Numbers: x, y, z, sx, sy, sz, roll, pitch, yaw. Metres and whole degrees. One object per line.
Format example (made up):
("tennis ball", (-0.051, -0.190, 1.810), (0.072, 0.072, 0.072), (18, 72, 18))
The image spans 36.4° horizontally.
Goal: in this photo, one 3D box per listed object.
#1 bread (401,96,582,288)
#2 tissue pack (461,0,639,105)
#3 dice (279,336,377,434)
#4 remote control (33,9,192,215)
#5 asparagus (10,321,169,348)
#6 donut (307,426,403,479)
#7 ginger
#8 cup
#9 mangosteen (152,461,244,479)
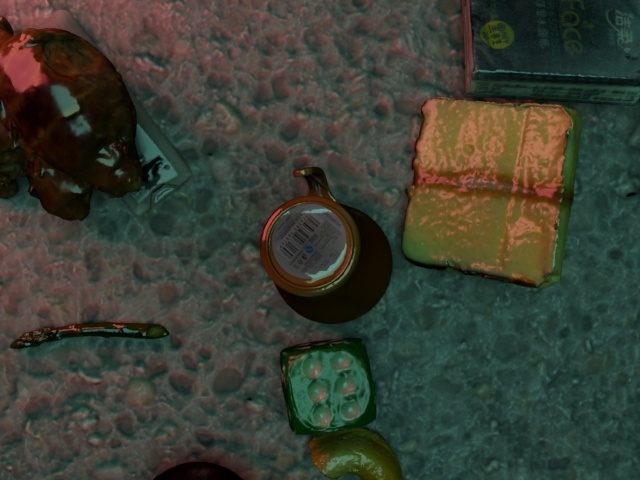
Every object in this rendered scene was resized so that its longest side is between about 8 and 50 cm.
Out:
("bread", (0.242, -0.075, 1.407), (0.236, 0.198, 0.263), (9, 90, 5))
("tissue pack", (0.338, -0.294, 1.423), (0.257, 0.081, 0.185), (2, 66, -2))
("dice", (0.010, 0.212, 1.429), (0.131, 0.120, 0.128), (-8, 87, -4))
("remote control", (-0.325, -0.189, 1.439), (0.109, 0.055, 0.313), (-37, 94, -1))
("asparagus", (-0.347, 0.140, 1.464), (0.236, 0.027, 0.034), (-3, 82, -3))
("donut", (0.058, 0.372, 1.467), (0.146, 0.078, 0.181), (-5, 94, -1))
("ginger", (-0.402, -0.164, 1.356), (0.358, 0.152, 0.274), (14, 111, 11))
("cup", (0.000, 0.000, 1.368), (0.182, 0.264, 0.226), (-11, 81, 6))
("mangosteen", (-0.180, 0.436, 1.363), (0.236, 0.261, 0.235), (0, 88, 15))
